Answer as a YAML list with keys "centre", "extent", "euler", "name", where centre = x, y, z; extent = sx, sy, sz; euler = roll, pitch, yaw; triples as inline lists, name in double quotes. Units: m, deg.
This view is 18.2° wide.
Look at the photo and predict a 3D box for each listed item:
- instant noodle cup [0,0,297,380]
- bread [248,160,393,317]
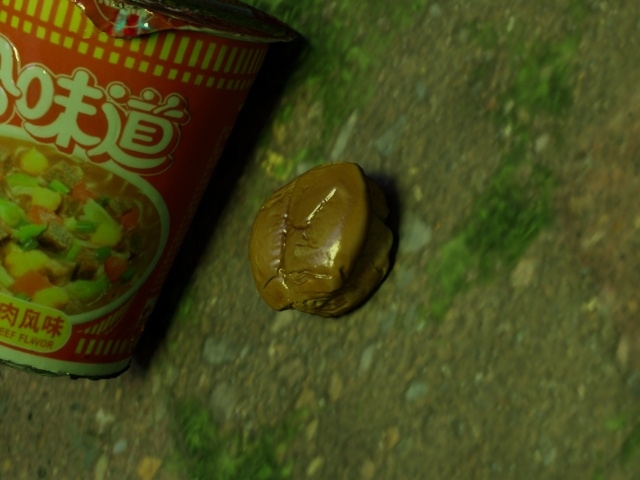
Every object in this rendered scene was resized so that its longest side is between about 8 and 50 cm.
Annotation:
- centre: [-0.134, -0.043, 1.088]
  extent: [0.193, 0.193, 0.212]
  euler: [35, 110, 53]
  name: "instant noodle cup"
- centre: [0.000, 0.000, 0.989]
  extent: [0.083, 0.046, 0.081]
  euler: [15, 84, 55]
  name: "bread"
